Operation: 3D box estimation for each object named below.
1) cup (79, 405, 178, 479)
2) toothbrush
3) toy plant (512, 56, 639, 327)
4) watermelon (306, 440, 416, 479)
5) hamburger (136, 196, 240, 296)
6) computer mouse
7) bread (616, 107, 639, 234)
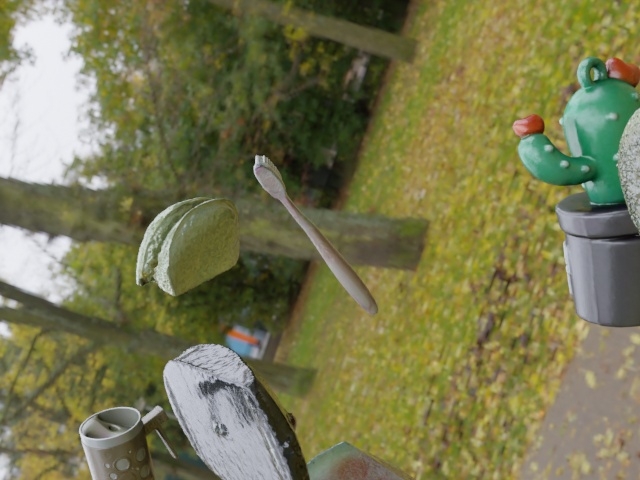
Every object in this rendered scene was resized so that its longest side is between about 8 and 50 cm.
[{"bbox_3d":[-0.227,0.249,1.150,0.102,0.074,0.099,-41,-54,-57],"label":"cup"},{"bbox_3d":[0.000,0.000,1.254,0.025,0.307,0.030,-26,39,16],"label":"toothbrush"},{"bbox_3d":[0.436,-0.077,1.481,0.185,0.279,0.400,-106,8,-76],"label":"toy plant"},{"bbox_3d":[0.056,0.436,1.480,0.201,0.261,0.213,25,81,46],"label":"watermelon"},{"bbox_3d":[-0.123,-0.003,0.966,0.121,0.054,0.084,-20,-55,-46],"label":"hamburger"},{"bbox_3d":[-0.085,0.201,1.135,0.087,0.168,0.295,-28,15,-28],"label":"computer mouse"},{"bbox_3d":[0.446,-0.049,1.184,0.267,0.040,0.267,60,164,29],"label":"bread"}]
